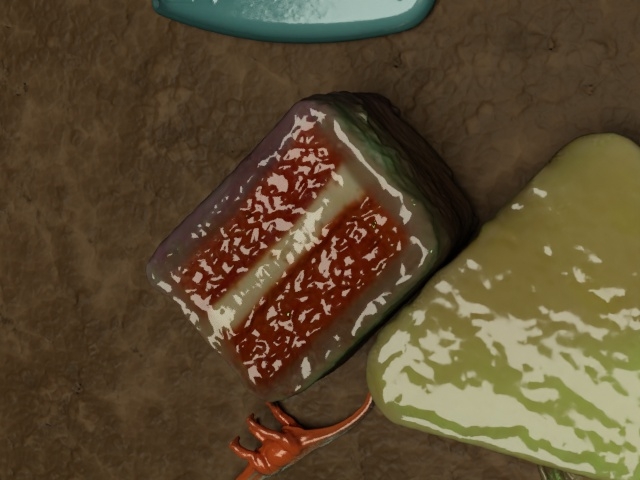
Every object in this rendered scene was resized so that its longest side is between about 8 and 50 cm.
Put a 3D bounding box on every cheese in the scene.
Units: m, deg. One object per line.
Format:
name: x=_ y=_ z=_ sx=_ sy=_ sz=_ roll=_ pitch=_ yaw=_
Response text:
cheese: x=0.279 y=0.124 z=1.134 sx=0.384 sy=0.104 sz=0.384 roll=-1 pitch=84 yaw=12

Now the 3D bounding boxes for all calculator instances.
calculator: x=-0.030 y=-0.358 z=1.274 sx=0.386 sy=0.054 sz=0.256 roll=5 pitch=102 yaw=19

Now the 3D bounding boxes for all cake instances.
cake: x=0.000 y=0.000 z=1.230 sx=0.237 sy=0.230 sz=0.309 roll=48 pitch=113 yaw=7

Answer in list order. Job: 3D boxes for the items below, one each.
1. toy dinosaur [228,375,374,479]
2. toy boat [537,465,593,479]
toy dinosaur: x=-0.044 y=0.246 z=1.394 sx=0.101 sy=0.055 sz=0.279 roll=45 pitch=112 yaw=0
toy boat: x=0.308 y=0.223 z=1.232 sx=0.116 sy=0.061 sz=0.188 roll=13 pitch=105 yaw=19
